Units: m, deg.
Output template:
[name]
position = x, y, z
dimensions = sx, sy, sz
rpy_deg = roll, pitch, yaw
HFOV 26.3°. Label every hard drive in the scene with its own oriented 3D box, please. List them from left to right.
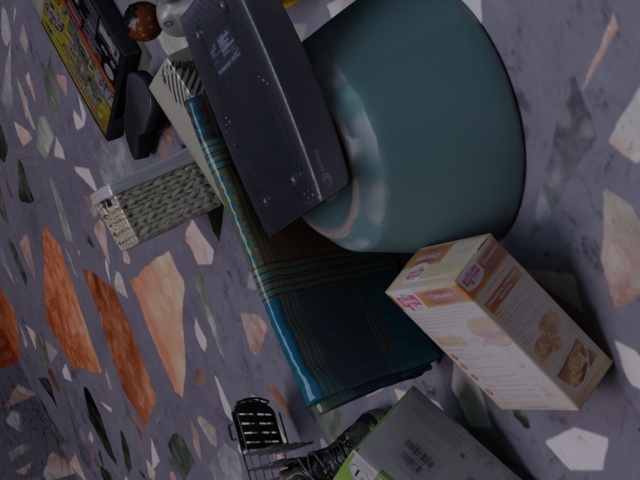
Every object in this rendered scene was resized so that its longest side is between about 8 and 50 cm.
[hard drive]
position = -0.057, -0.144, 1.391
dimensions = 0.255, 0.054, 0.172
rpy_deg = 68, 154, 5

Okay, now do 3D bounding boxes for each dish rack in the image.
[dish rack]
position = -0.046, 0.354, 1.990
dimensions = 0.208, 0.074, 0.272
rpy_deg = 26, -135, -72

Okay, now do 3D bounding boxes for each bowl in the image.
[bowl]
position = 0.056, -0.111, 1.445
dimensions = 0.311, 0.163, 0.312
rpy_deg = 41, 142, 44

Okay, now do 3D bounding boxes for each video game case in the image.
[video game case]
position = -0.390, -0.344, 2.298
dimensions = 0.275, 0.035, 0.248
rpy_deg = 59, 152, 19

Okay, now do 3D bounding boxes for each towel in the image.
[towel]
position = 0.000, 0.000, 1.551
dimensions = 0.040, 0.271, 0.370
rpy_deg = -26, 83, 32

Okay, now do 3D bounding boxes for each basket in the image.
[basket]
position = -0.246, -0.064, 2.075
dimensions = 0.103, 0.167, 0.113
rpy_deg = 64, 155, -4

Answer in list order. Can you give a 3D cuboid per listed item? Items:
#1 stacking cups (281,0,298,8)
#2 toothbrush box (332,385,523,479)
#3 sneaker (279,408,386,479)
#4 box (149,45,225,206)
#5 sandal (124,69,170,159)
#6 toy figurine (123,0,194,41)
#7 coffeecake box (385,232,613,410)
[stacking cups]
position = -0.077, -0.306, 1.455
dimensions = 0.316, 0.096, 0.096
rpy_deg = -25, -85, -81
[toothbrush box]
position = 0.114, 0.332, 1.635
dimensions = 0.206, 0.122, 0.283
rpy_deg = 41, 149, 10
[sneaker]
position = 0.027, 0.304, 1.845
dimensions = 0.087, 0.130, 0.227
rpy_deg = 61, 151, 14
[box]
position = -0.097, -0.124, 1.752
dimensions = 0.275, 0.113, 0.094
rpy_deg = 56, 150, 6
[sandal]
position = -0.273, -0.204, 2.163
dimensions = 0.254, 0.054, 0.097
rpy_deg = 135, 119, -73
[toy figurine]
position = -0.176, -0.345, 1.649
dimensions = 0.213, 0.148, 0.210
rpy_deg = -60, -41, -65
[coffeecake box]
position = 0.176, 0.086, 1.371
dimensions = 0.185, 0.068, 0.142
rpy_deg = 45, 159, -14
